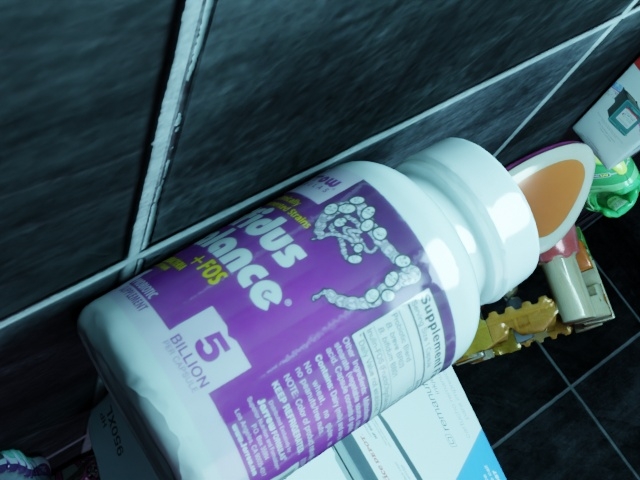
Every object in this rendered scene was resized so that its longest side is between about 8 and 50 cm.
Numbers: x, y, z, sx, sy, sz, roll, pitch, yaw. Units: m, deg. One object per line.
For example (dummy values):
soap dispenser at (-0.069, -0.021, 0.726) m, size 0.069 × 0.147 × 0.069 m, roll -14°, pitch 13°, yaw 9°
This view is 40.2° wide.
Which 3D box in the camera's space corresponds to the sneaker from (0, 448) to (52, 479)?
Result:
sneaker at (-0.287, 0.256, 0.820) m, size 0.083 × 0.098 × 0.223 m, roll -34°, pitch 169°, yaw -3°

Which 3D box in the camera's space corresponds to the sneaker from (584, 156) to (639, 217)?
sneaker at (0.440, -0.083, 1.416) m, size 0.109 × 0.123 × 0.295 m, roll -35°, pitch 170°, yaw 1°

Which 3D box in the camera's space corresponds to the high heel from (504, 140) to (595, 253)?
high heel at (0.191, -0.009, 1.175) m, size 0.377 × 0.127 × 0.181 m, roll -38°, pitch -164°, yaw -3°

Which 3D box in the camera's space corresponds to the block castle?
block castle at (0.330, 0.080, 1.532) m, size 0.303 × 0.212 × 0.453 m, roll -20°, pitch 166°, yaw 16°

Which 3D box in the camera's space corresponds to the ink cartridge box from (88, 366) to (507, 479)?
ink cartridge box at (-0.001, 0.253, 0.902) m, size 0.395 × 0.285 × 0.166 m, roll 3°, pitch 144°, yaw -43°

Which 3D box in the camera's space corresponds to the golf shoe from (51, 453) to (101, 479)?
golf shoe at (-0.314, 0.309, 1.077) m, size 0.086 × 0.067 × 0.186 m, roll -11°, pitch -178°, yaw 30°

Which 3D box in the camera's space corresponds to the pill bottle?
pill bottle at (0.001, 0.047, 0.613) m, size 0.302 × 0.169 × 0.169 m, roll -31°, pitch 168°, yaw -20°

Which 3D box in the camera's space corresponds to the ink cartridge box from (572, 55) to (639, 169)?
ink cartridge box at (0.423, -0.190, 1.055) m, size 0.134 × 0.078 × 0.231 m, roll -31°, pitch 168°, yaw -21°
